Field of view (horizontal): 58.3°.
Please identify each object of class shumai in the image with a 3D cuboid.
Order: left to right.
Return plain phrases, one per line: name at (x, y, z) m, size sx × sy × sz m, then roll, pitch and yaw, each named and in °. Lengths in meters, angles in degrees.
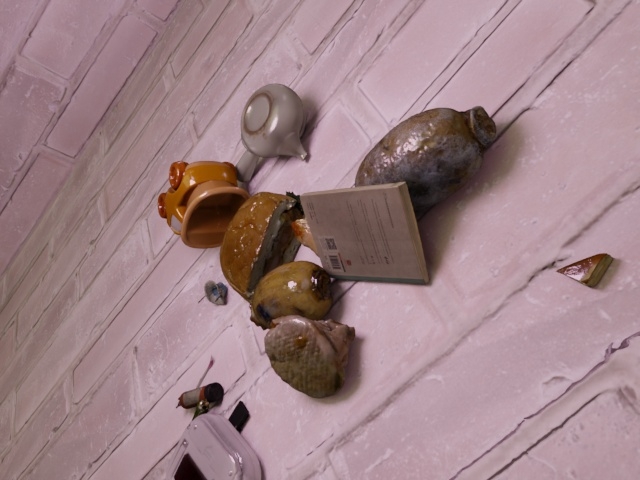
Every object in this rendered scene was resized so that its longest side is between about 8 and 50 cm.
shumai at (-0.014, 0.225, 1.217) m, size 0.201 × 0.120 × 0.202 m, roll 14°, pitch 120°, yaw 27°

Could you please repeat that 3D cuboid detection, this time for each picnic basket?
picnic basket at (-0.296, 0.151, 1.603) m, size 0.065 × 0.083 × 0.083 m, roll -1°, pitch 26°, yaw 33°

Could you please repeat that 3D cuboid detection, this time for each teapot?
teapot at (-0.162, -0.310, 1.633) m, size 0.318 × 0.149 × 0.220 m, roll -11°, pitch 69°, yaw 44°

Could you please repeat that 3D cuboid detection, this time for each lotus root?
lotus root at (-0.084, 0.140, 1.322) m, size 0.278 × 0.154 × 0.154 m, roll -28°, pitch 52°, yaw 45°
lotus root at (0.181, -0.142, 1.149) m, size 0.349 × 0.175 × 0.175 m, roll -36°, pitch 47°, yaw 39°

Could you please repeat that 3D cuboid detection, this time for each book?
book at (0.083, -0.010, 1.190) m, size 0.282 × 0.025 × 0.215 m, roll 1°, pitch 115°, yaw 45°

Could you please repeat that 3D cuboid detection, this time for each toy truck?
toy truck at (-0.335, -0.110, 1.657) m, size 0.212 × 0.204 × 0.288 m, roll 62°, pitch 138°, yaw 32°

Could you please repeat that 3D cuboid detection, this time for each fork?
fork at (-0.316, 0.363, 1.567) m, size 0.016 × 0.012 × 0.115 m, roll 40°, pitch 106°, yaw 54°

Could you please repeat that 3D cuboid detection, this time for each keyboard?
keyboard at (-0.232, 0.486, 1.405) m, size 0.196 × 0.018 × 0.060 m, roll -58°, pitch 33°, yaw 9°

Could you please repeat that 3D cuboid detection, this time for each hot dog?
hot dog at (0.001, -0.001, 1.359) m, size 0.169 × 0.061 × 0.078 m, roll 44°, pitch 138°, yaw 29°

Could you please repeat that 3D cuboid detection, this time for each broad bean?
broad bean at (-0.328, 0.488, 1.471) m, size 0.069 × 0.039 × 0.227 m, roll -67°, pitch 2°, yaw -69°

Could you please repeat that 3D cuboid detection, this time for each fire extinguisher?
fire extinguisher at (-0.327, 0.415, 1.522) m, size 0.177 × 0.050 × 0.062 m, roll -25°, pitch 13°, yaw 38°

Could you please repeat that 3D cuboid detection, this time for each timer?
timer at (-0.255, 0.548, 1.323) m, size 0.262 × 0.087 × 0.237 m, roll 32°, pitch 97°, yaw 43°

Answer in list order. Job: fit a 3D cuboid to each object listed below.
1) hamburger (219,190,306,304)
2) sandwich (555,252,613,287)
hamburger at (-0.161, 0.003, 1.486) m, size 0.211 × 0.132 × 0.309 m, roll 19°, pitch 87°, yaw 48°
sandwich at (0.415, 0.051, 0.894) m, size 0.083 × 0.030 × 0.044 m, roll -30°, pitch 46°, yaw 38°
